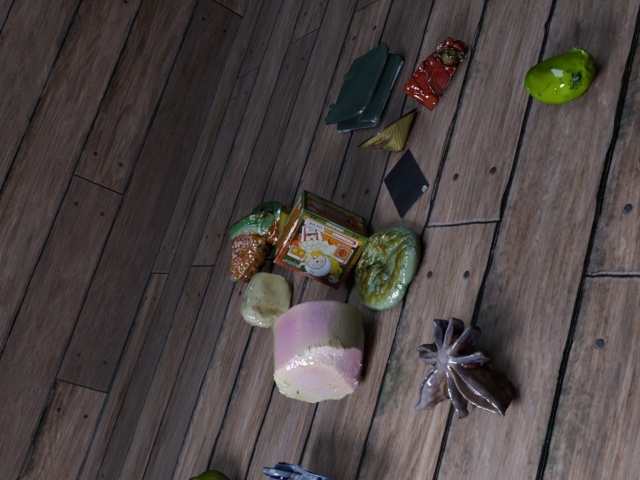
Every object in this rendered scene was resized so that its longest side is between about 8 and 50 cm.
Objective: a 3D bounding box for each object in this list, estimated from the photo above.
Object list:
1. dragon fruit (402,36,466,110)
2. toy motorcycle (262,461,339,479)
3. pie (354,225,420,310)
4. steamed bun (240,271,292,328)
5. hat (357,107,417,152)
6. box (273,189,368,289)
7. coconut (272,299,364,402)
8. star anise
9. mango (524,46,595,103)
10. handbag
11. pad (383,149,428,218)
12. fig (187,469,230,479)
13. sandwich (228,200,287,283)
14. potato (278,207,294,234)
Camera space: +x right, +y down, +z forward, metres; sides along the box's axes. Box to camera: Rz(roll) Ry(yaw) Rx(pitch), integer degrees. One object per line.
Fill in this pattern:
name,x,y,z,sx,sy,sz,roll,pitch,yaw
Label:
dragon fruit,0.323,-0.443,1.930,0.092,0.122,0.192,43,108,19
toy motorcycle,0.001,0.560,1.562,0.358,0.212,0.125,-17,57,60
pie,0.164,0.065,1.805,0.240,0.054,0.240,-43,35,41
steamed bun,-0.177,0.198,2.224,0.155,0.141,0.172,136,150,-59
hat,0.202,-0.278,1.983,0.193,0.082,0.193,-33,3,2
box,0.000,0.000,1.942,0.177,0.195,0.148,-59,13,24
coconut,-0.002,0.256,1.778,0.233,0.233,0.245,-45,28,34
star anise,0.269,0.251,1.436,0.257,0.110,0.198,-27,62,59
mango,0.493,-0.335,1.503,0.119,0.100,0.178,-32,17,-11
handbag,0.129,-0.466,2.244,0.260,0.079,0.247,5,72,63
pad,0.223,-0.152,1.920,0.116,0.004,0.193,-52,31,24
fig,-0.312,0.758,1.988,0.203,0.203,0.225,-35,81,44
sandwich,-0.233,-0.001,2.426,0.301,0.162,0.250,-66,24,-5
potato,-0.049,-0.001,2.115,0.203,0.178,0.158,-147,70,-70
